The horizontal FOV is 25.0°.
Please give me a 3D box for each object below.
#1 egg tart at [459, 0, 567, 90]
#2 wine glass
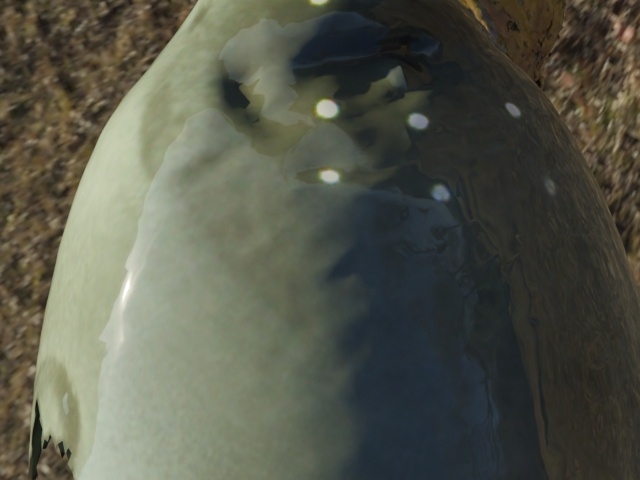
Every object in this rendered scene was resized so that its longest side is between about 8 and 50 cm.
[{"bbox_3d":[0.147,-0.276,1.457,0.150,0.352,0.352,-35,95,6],"label":"egg tart"},{"bbox_3d":[0.005,-0.003,0.403,0.190,0.190,0.357,1,97,20],"label":"wine glass"}]
